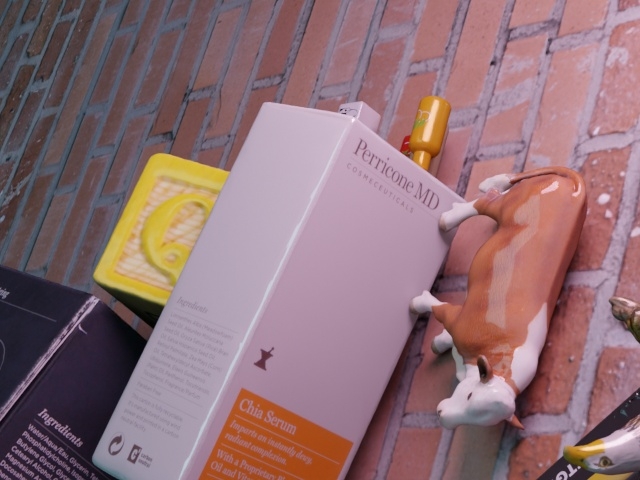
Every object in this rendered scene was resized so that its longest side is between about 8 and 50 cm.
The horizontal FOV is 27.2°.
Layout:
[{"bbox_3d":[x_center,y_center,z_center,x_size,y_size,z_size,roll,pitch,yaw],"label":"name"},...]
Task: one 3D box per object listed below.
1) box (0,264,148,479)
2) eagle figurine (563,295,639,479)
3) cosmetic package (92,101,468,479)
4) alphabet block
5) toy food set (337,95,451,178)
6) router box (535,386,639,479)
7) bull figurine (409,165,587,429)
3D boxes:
[{"bbox_3d":[-0.464,0.300,1.788,0.480,0.297,0.472,12,62,52],"label":"box"},{"bbox_3d":[0.286,0.195,1.050,0.225,0.226,0.298,0,90,10],"label":"eagle figurine"},{"bbox_3d":[-0.038,0.100,1.488,0.161,0.230,0.453,15,78,48],"label":"cosmetic package"},{"bbox_3d":[-0.135,0.029,1.670,0.193,0.197,0.192,14,71,25],"label":"alphabet block"},{"bbox_3d":[0.077,-0.105,1.683,0.232,0.111,0.105,-3,62,43],"label":"toy food set"},{"bbox_3d":[0.341,0.235,1.158,0.309,0.081,0.243,-46,38,15],"label":"router box"},{"bbox_3d":[0.191,0.062,1.441,0.188,0.101,0.310,14,76,54],"label":"bull figurine"}]
